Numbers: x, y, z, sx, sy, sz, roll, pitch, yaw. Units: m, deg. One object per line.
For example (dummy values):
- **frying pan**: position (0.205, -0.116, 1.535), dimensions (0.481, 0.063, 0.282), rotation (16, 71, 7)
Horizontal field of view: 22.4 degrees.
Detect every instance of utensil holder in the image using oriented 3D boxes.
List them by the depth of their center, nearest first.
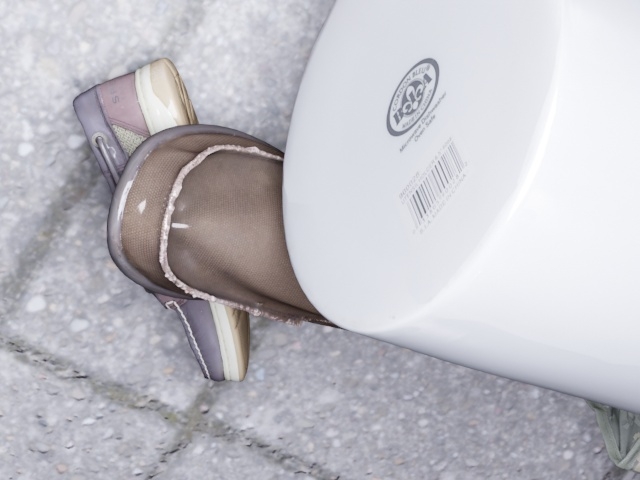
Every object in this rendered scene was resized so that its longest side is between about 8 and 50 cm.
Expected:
- **utensil holder**: position (0.211, -0.043, 1.139), dimensions (0.385, 0.327, 0.328), rotation (17, 112, -30)

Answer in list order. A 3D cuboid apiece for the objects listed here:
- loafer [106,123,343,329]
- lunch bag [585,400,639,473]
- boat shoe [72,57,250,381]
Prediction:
- **loafer**: position (0.000, 0.000, 1.224), dimensions (0.366, 0.130, 0.134), rotation (12, 92, -46)
- **lunch bag**: position (0.400, 0.088, 1.415), dimensions (0.235, 0.169, 0.287), rotation (23, 114, -23)
- **boat shoe**: position (-0.121, -0.007, 1.282), dimensions (0.092, 0.103, 0.285), rotation (-11, 122, 6)
